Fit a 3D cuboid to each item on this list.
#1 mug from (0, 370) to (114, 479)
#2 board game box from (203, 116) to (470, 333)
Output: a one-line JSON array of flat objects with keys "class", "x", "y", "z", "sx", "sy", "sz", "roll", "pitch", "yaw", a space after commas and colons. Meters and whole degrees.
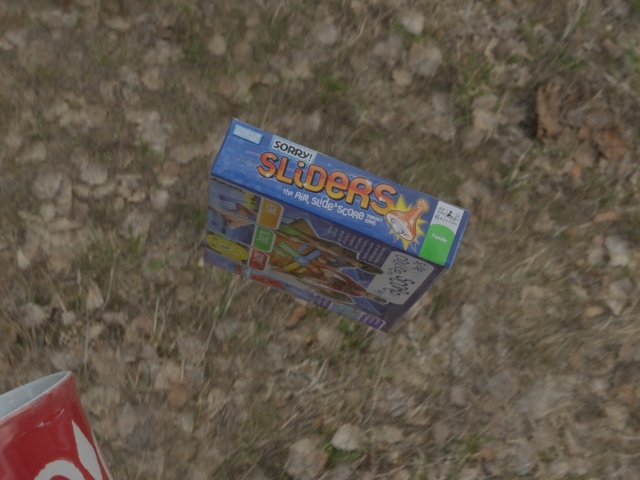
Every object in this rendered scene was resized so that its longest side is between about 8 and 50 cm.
[{"class": "mug", "x": -0.121, "y": 0.158, "z": 0.482, "sx": 0.113, "sy": 0.150, "sz": 0.169, "roll": -24, "pitch": 96, "yaw": 8}, {"class": "board game box", "x": 0.000, "y": 0.000, "z": 0.713, "sx": 0.136, "sy": 0.201, "sz": 0.035, "roll": 22, "pitch": 74, "yaw": -1}]
